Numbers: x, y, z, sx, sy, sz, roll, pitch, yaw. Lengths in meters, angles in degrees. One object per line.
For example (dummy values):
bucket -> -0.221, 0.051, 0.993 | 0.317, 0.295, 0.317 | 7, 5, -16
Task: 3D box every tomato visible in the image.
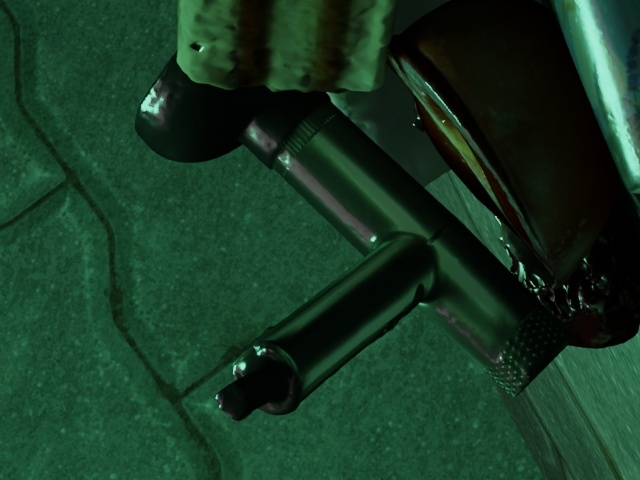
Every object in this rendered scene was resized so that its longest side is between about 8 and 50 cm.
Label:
tomato -> 0.133, -0.074, 1.127 | 0.199, 0.112, 0.228 | 56, -179, -9

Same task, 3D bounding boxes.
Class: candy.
candy -> 0.056, -0.165, 1.363 | 0.116, 0.155, 0.265 | 58, 176, 40
candy -> -0.013, -0.225, 0.986 | 0.321, 0.135, 0.179 | 100, 171, -66

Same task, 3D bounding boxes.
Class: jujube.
jujube -> 0.179, -0.002, 1.265 | 0.104, 0.104, 0.166 | 88, 168, -87

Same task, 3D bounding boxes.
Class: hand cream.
hand cream -> 0.143, -0.132, 0.908 | 0.091, 0.058, 0.271 | 145, 103, -83

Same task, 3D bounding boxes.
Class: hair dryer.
hair dryer -> -0.002, -0.022, 1.103 | 0.320, 0.156, 0.284 | 47, -161, 16
